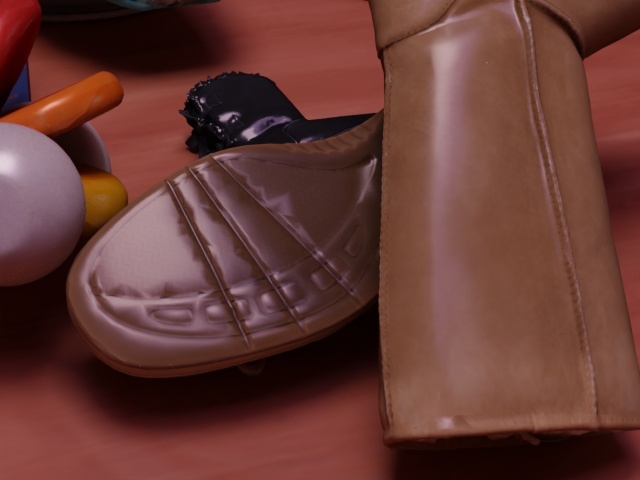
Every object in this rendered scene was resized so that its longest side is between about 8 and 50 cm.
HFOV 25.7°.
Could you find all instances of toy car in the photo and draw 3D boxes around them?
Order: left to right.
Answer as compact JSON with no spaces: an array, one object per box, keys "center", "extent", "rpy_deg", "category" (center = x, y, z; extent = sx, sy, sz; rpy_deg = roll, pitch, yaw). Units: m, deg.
[{"center":[-0.183,-0.057,0.677],"extent":[0.182,0.136,0.159],"rpy_deg":[3,11,-4],"category":"toy car"}]

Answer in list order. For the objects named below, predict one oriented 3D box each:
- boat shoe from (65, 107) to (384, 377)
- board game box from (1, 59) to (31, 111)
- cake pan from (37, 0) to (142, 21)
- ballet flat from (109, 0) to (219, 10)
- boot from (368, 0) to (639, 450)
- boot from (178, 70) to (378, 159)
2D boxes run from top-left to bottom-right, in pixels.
[{"center":[0.000,0.000,0.717],"extent":[0.285,0.089,0.104],"rpy_deg":[-23,74,-28],"category":"boat shoe"},{"center":[-0.272,-0.085,0.720],"extent":[0.027,0.145,0.281],"rpy_deg":[32,45,31],"category":"board game box"},{"center":[-0.194,-0.254,1.008],"extent":[0.293,0.054,0.293],"rpy_deg":[4,39,-3],"category":"cake pan"},{"center":[-0.194,-0.293,0.910],"extent":[0.147,0.147,0.409],"rpy_deg":[-23,48,-31],"category":"ballet flat"},{"center":[0.124,-0.037,0.687],"extent":[0.236,0.089,0.269],"rpy_deg":[-1,74,-17],"category":"boot"},{"center":[-0.013,-0.065,0.815],"extent":[0.121,0.045,0.099],"rpy_deg":[-19,43,-27],"category":"boot"}]
